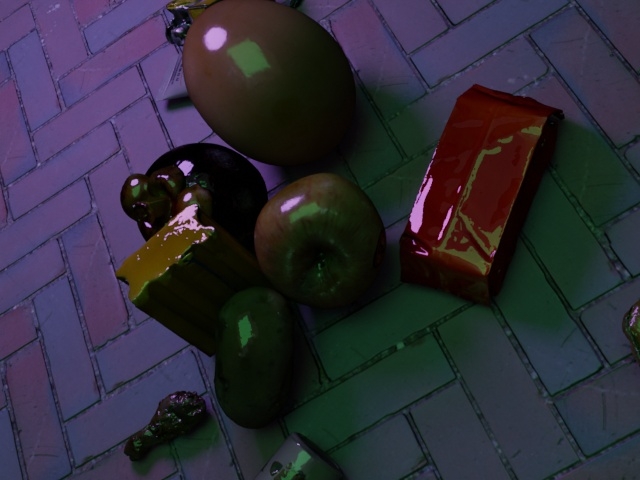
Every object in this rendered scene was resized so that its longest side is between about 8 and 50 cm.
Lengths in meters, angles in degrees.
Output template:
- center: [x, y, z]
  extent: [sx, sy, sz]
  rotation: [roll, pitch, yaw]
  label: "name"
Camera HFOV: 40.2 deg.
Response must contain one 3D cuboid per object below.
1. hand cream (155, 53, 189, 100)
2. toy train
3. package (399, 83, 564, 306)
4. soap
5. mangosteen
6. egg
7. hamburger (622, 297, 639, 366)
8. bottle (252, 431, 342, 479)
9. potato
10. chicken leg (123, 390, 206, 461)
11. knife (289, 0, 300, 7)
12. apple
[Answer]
- center: [-0.240, -0.383, 1.983]
  extent: [0.314, 0.089, 0.140]
  rotation: [2, 62, 29]
  label: "hand cream"
- center: [-0.221, -0.508, 1.955]
  extent: [0.177, 0.134, 0.261]
  rotation: [8, 38, 42]
  label: "toy train"
- center: [0.292, -0.099, 1.589]
  extent: [0.196, 0.123, 0.423]
  rotation: [19, 77, 28]
  label: "package"
- center: [-0.213, 0.081, 1.617]
  extent: [0.204, 0.324, 0.096]
  rotation: [-39, 57, 1]
  label: "soap"
- center: [-0.255, -0.064, 1.714]
  extent: [0.275, 0.302, 0.275]
  rotation: [2, 94, 29]
  label: "mangosteen"
- center: [-0.103, -0.318, 1.740]
  extent: [0.374, 0.301, 0.301]
  rotation: [41, 87, -8]
  label: "egg"
- center: [0.563, 0.152, 1.363]
  extent: [0.177, 0.113, 0.185]
  rotation: [19, 84, 24]
  label: "hamburger"
- center: [-0.081, 0.463, 1.505]
  extent: [0.120, 0.120, 0.253]
  rotation: [37, 87, 33]
  label: "bottle"
- center: [-0.118, 0.214, 1.579]
  extent: [0.165, 0.165, 0.262]
  rotation: [2, 95, 25]
  label: "potato"
- center: [-0.304, 0.358, 1.691]
  extent: [0.198, 0.069, 0.085]
  rotation: [-39, 81, 11]
  label: "chicken leg"
- center: [-0.037, -0.586, 2.024]
  extent: [0.031, 0.018, 0.121]
  rotation: [21, 79, 32]
  label: "knife"
- center: [0.000, 0.000, 1.593]
  extent: [0.261, 0.261, 0.194]
  rotation: [-24, 24, 13]
  label: "apple"
